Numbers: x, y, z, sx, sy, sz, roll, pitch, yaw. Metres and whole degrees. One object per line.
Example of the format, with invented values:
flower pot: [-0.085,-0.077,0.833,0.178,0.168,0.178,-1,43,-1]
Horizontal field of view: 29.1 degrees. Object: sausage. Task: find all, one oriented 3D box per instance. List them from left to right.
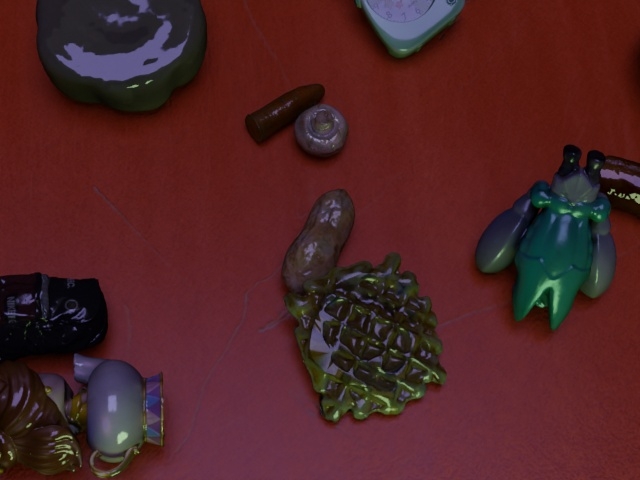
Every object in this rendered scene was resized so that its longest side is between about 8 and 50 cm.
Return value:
sausage: [0.528,-0.038,1.844,0.302,0.076,0.103,33,76,11]

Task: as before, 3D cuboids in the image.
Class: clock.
clock: [0.125,-0.396,1.940,0.148,0.060,0.188,-37,89,-2]

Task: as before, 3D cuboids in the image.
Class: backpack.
backpack: [-0.377,0.099,1.691,0.165,0.106,0.120,-11,44,-9]

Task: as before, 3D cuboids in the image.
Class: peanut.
peanut: [0.000,0.000,1.783,0.080,0.080,0.174,23,68,5]

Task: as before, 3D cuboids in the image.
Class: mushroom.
mushroom: [0.002,-0.168,1.861,0.083,0.067,0.084,1,60,-2]

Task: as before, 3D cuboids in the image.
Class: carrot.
carrot: [-0.050,-0.205,1.885,0.139,0.048,0.048,-35,74,-19]

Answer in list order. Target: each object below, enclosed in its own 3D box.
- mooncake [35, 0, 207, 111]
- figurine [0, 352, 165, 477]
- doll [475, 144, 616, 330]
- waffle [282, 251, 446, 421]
mooncake: [-0.299,-0.322,1.870,0.275,0.135,0.275,1,70,-3]
figurine: [-0.338,0.230,1.621,0.263,0.142,0.189,-2,45,-9]
doll: [0.353,0.000,1.763,0.195,0.153,0.258,41,111,-1]
waffle: [0.072,0.136,1.726,0.204,0.054,0.223,-17,83,-16]
